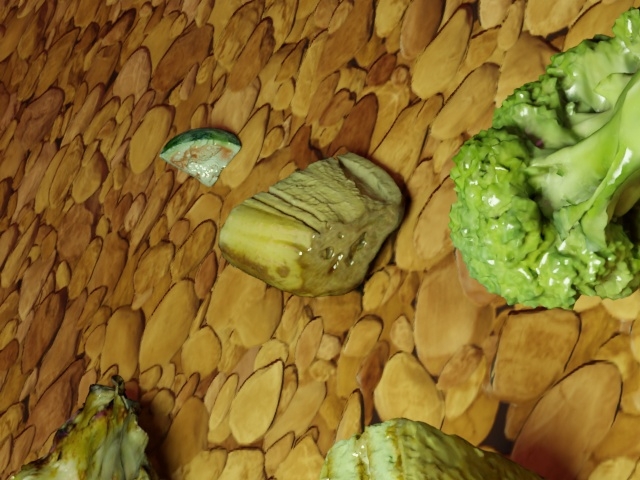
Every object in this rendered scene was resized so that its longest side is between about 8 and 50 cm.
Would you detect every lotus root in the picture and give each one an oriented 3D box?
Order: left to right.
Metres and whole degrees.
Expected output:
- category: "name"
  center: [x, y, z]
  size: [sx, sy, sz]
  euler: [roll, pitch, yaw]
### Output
- category: "lotus root"
  center: [0.001, -0.001, 1.672]
  size: [0.159, 0.095, 0.135]
  euler: [-27, 29, -19]

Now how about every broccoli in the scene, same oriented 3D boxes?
- category: "broccoli"
  center: [0.242, -0.062, 1.245]
  size: [0.254, 0.186, 0.302]
  euler: [-33, 9, -36]

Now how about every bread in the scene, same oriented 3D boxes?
- category: "bread"
  center: [0.093, 0.199, 1.236]
  size: [0.102, 0.196, 0.138]
  euler: [-46, 28, 21]

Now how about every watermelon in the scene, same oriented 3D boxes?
- category: "watermelon"
  center: [-0.119, -0.085, 1.983]
  size: [0.085, 0.085, 0.061]
  euler: [-4, 92, 57]

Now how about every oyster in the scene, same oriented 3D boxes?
- category: "oyster"
  center: [-0.192, 0.248, 1.765]
  size: [0.221, 0.096, 0.361]
  euler: [-60, 28, -5]
